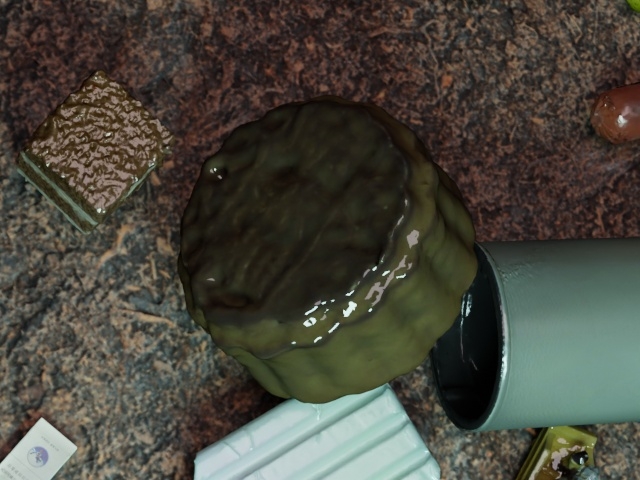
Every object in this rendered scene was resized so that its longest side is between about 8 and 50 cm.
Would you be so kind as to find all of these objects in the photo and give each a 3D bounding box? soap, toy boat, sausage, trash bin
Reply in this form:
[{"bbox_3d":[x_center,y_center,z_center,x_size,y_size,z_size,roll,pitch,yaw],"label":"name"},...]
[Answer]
[{"bbox_3d":[-0.026,0.270,1.759,0.289,0.095,0.173,-29,83,-20],"label":"soap"},{"bbox_3d":[0.244,0.346,1.794,0.089,0.115,0.310,28,69,-5],"label":"toy boat"},{"bbox_3d":[0.408,-0.164,2.011,0.141,0.076,0.076,-10,77,-17],"label":"sausage"},{"bbox_3d":[0.282,0.103,1.811,0.262,0.277,0.217,-2,115,-18],"label":"trash bin"}]

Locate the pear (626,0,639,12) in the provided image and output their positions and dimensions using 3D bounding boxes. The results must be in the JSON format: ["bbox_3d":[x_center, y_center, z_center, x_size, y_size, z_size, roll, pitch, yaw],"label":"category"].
[{"bbox_3d":[0.454,-0.359,2.065,0.141,0.104,0.141,3,77,-12],"label":"pear"}]

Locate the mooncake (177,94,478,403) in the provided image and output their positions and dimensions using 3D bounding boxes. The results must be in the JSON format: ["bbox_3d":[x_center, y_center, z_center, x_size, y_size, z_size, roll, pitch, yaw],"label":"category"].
[{"bbox_3d":[-0.001,0.001,1.725,0.324,0.187,0.324,-13,57,21],"label":"mooncake"}]

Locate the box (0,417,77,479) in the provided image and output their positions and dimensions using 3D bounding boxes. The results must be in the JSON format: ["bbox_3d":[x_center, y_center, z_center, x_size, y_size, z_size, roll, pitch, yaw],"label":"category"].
[{"bbox_3d":[-0.312,0.241,1.734,0.054,0.024,0.083,40,70,2],"label":"box"}]

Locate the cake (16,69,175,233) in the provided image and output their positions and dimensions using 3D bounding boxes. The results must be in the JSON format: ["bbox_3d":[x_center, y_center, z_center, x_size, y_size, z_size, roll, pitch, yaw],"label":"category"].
[{"bbox_3d":[-0.253,-0.092,1.782,0.134,0.147,0.135,43,69,2],"label":"cake"}]
